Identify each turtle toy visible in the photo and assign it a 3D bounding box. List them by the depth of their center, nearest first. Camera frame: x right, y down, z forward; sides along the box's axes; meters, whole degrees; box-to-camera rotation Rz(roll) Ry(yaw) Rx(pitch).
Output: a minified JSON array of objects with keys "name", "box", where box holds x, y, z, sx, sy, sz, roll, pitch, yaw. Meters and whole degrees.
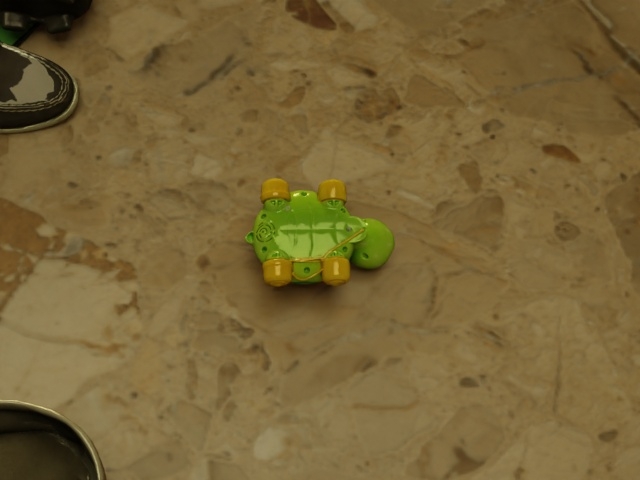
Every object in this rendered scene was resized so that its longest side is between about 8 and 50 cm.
[{"name":"turtle toy","box":[0.000,0.000,1.119,0.130,0.066,0.095,0,71,-6]}]

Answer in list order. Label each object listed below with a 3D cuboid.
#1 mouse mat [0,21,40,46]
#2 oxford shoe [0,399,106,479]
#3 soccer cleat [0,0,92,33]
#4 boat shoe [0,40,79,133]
[{"name":"mouse mat","box":[-0.330,-0.258,1.221,0.189,0.007,0.152,38,71,10]},{"name":"oxford shoe","box":[-0.334,0.222,0.885,0.449,0.130,0.169,-21,74,-37]},{"name":"soccer cleat","box":[-0.341,-0.260,1.158,0.289,0.093,0.121,7,61,-15]},{"name":"boat shoe","box":[-0.327,-0.148,1.142,0.227,0.069,0.081,8,74,-2]}]
